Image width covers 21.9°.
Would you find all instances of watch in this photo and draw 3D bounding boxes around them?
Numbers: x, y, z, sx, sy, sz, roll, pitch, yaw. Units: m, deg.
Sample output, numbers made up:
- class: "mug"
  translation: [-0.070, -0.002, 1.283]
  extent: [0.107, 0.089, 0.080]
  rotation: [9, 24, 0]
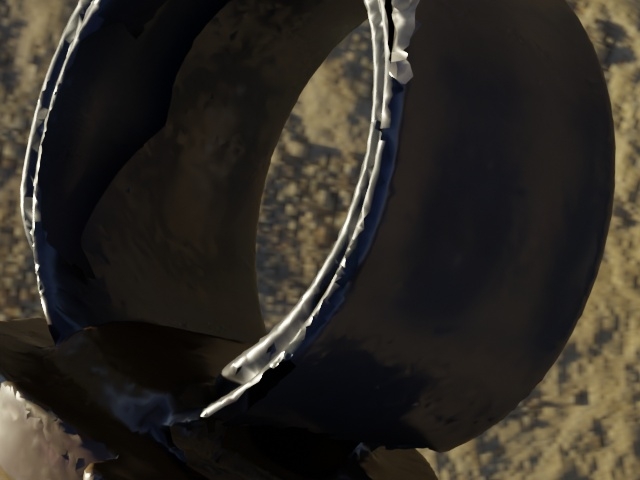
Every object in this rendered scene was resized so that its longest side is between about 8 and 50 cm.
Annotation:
- class: "watch"
  translation: [0.000, 0.000, 0.796]
  extent: [0.335, 0.314, 0.327]
  rotation: [34, 106, 49]
